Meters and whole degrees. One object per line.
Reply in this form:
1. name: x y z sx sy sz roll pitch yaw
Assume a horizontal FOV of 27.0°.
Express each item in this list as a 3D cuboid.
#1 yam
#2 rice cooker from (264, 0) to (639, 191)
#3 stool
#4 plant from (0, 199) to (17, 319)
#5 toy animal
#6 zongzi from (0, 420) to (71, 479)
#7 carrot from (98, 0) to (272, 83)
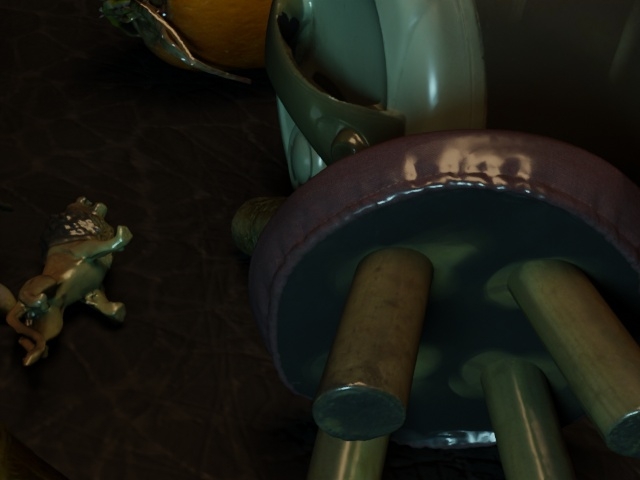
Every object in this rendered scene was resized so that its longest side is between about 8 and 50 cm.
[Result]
1. yam: 0.000 0.000 1.004 0.061 0.061 0.253 -9 9 -23
2. rice cooker: 0.119 -0.145 1.102 0.325 0.335 0.335 -6 35 -20
3. stool: 0.088 0.081 0.822 0.272 0.272 0.178 4 47 -5
4. plant: -0.413 -0.030 1.021 0.333 0.180 0.251 8 -1 38
5. toy animal: -0.184 0.036 0.998 0.086 0.069 0.220 -6 25 7
6. zongzi: -0.178 0.147 0.763 0.286 0.138 0.300 10 32 -1
7. carrot: -0.100 -0.266 1.367 0.331 0.214 0.193 -4 5 -24
